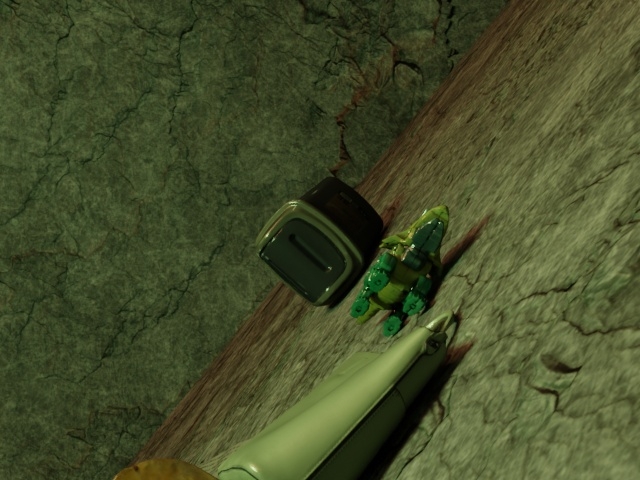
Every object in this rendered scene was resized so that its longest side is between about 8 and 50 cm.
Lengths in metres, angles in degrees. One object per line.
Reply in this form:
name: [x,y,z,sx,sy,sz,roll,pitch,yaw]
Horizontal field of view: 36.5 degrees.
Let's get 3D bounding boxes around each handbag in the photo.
handbag: [0.030,0.169,1.054,0.315,0.109,0.241,-49,5,-22]

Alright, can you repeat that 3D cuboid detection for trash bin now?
trash bin: [0.000,0.000,1.998,0.182,0.209,0.290,-50,-1,30]

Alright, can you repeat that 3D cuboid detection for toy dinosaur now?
toy dinosaur: [0.096,0.065,1.338,0.259,0.094,0.153,-56,0,41]

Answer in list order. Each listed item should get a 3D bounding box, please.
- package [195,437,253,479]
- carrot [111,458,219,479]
package: [-0.220,0.433,1.588,0.251,0.062,0.204,-44,8,20]
carrot: [-0.202,0.379,1.170,0.196,0.196,0.254,-53,-1,-29]
